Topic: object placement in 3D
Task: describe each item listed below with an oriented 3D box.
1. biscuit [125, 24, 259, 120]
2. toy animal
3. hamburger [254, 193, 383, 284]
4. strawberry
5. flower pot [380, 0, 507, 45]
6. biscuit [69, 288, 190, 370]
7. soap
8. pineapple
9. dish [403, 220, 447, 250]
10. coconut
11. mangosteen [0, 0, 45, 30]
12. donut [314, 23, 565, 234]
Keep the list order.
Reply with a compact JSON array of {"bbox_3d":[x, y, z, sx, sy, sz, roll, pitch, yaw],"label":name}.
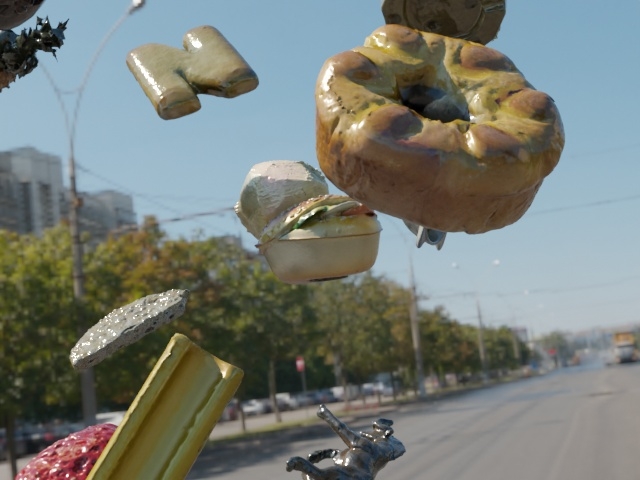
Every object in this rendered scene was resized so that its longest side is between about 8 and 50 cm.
[{"bbox_3d":[-0.288,-0.380,2.169,0.236,0.291,0.062,-21,-47,-14],"label":"biscuit"},{"bbox_3d":[0.043,0.329,1.459,0.148,0.085,0.233,10,27,15],"label":"toy animal"},{"bbox_3d":[0.003,0.000,1.726,0.236,0.148,0.237,-9,-5,-1],"label":"hamburger"},{"bbox_3d":[-0.380,0.436,1.568,0.276,0.257,0.257,-14,-2,-40],"label":"strawberry"},{"bbox_3d":[0.189,-0.434,1.555,0.290,0.259,0.290,5,-43,4],"label":"flower pot"},{"bbox_3d":[-0.399,0.173,2.002,0.289,0.038,0.141,-31,27,-28],"label":"biscuit"},{"bbox_3d":[-0.213,0.274,1.125,0.096,0.324,0.204,31,-17,-2],"label":"soap"},{"bbox_3d":[-0.561,-0.332,1.776,0.251,0.125,0.125,-16,-13,28],"label":"pineapple"},{"bbox_3d":[0.166,-0.088,1.582,0.086,0.228,0.236,17,-20,21],"label":"dish"},{"bbox_3d":[-0.079,-0.075,1.965,0.194,0.194,0.194,-6,-9,-1],"label":"coconut"},{"bbox_3d":[-0.672,-0.567,1.925,0.296,0.314,0.297,-26,2,1],"label":"mangosteen"},{"bbox_3d":[0.145,-0.144,1.267,0.299,0.317,0.150,-22,-35,-32],"label":"donut"}]
